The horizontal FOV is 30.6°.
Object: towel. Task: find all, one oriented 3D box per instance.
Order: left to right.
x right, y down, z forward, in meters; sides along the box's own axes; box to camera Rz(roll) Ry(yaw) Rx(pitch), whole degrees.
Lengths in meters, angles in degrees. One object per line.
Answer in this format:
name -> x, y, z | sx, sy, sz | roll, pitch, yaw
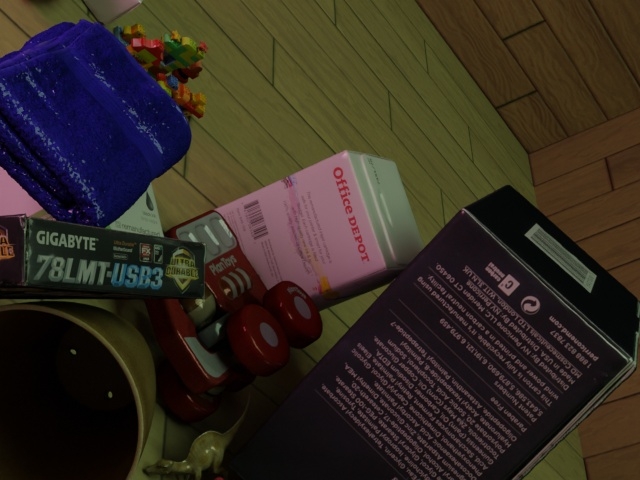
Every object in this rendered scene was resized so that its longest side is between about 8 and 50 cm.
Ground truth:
towel -> -0.272, -0.146, 1.349 | 0.227, 0.076, 0.308 | 44, 26, -7

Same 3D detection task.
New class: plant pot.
plant pot -> -0.273, 0.164, 1.277 | 0.254, 0.237, 0.237 | -42, 108, -79

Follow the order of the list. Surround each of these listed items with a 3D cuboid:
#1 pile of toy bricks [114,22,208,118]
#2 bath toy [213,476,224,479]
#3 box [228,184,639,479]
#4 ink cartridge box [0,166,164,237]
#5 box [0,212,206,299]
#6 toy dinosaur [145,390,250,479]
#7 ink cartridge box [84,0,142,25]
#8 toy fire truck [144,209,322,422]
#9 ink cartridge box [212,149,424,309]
pile of toy bricks -> -0.231, -0.292, 1.867 | 0.212, 0.105, 0.118 | 36, 39, -50
bath toy -> -0.167, 0.354, 1.375 | 0.348, 0.151, 0.129 | 4, 59, -59
box -> 0.187, 0.195, 1.668 | 0.297, 0.472, 0.480 | 42, 15, 8
ink cartridge box -> -0.319, -0.084, 1.492 | 0.198, 0.114, 0.273 | 16, 55, -60
box -> -0.315, 0.025, 1.185 | 0.295, 0.293, 0.073 | 8, 80, -62
toy dinosaur -> -0.143, 0.283, 1.544 | 0.183, 0.053, 0.093 | -30, 133, -34
ink cartridge box -> -0.327, -0.449, 1.837 | 0.140, 0.082, 0.191 | 54, 26, -27
toy fire truck -> -0.155, 0.090, 1.638 | 0.254, 0.169, 0.302 | 56, 24, 2
ink cartridge box -> 0.000, 0.000, 1.891 | 0.197, 0.270, 0.198 | 3, 67, -64
